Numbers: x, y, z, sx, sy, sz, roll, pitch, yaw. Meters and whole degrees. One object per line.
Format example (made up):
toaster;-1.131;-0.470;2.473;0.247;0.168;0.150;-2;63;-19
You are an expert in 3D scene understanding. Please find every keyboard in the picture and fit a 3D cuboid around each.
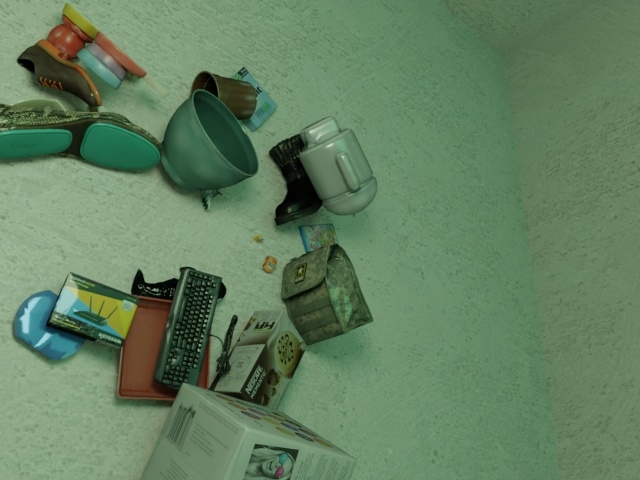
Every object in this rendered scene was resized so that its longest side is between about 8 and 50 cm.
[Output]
keyboard;-0.311;0.245;1.654;0.202;0.033;0.317;20;69;-26

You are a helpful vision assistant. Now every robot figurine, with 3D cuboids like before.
robot figurine;0.062;-0.232;2.068;0.200;0.300;0.353;-28;103;-3

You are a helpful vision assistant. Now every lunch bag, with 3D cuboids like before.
lunch bag;0.001;0.167;1.977;0.169;0.235;0.286;-14;82;-44

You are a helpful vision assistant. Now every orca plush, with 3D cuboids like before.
orca plush;-0.371;0.124;1.729;0.287;0.102;0.151;24;56;-36

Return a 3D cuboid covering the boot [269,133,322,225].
boot;-0.097;-0.213;2.133;0.260;0.131;0.348;64;31;-11

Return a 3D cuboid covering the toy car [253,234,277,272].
toy car;-0.180;0.043;2.002;0.122;0.041;0.060;55;43;-11

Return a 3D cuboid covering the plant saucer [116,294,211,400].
plant saucer;-0.412;0.289;1.639;0.259;0.048;0.258;15;66;-40

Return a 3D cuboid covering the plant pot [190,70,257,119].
plant pot;-0.307;-0.457;2.012;0.165;0.167;0.166;-8;77;-43

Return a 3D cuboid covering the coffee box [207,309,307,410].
coffee box;-0.172;0.363;1.773;0.168;0.119;0.297;62;39;-30

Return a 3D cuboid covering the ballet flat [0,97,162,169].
ballet flat;-0.652;-0.296;1.629;0.483;0.164;0.182;-2;53;-44

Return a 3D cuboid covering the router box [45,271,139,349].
router box;-0.547;0.171;1.503;0.179;0.046;0.133;26;61;-25

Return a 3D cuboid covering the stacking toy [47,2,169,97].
stacking toy;-0.600;-0.484;1.736;0.309;0.130;0.279;42;1;32

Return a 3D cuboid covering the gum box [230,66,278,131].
gum box;-0.254;-0.497;2.182;0.184;0.041;0.157;48;46;-16

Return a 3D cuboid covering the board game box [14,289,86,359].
board game box;-0.641;0.205;1.478;0.169;0.033;0.133;40;53;-18

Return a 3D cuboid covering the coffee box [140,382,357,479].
coffee box;-0.186;0.573;1.446;0.334;0.338;0.338;28;80;-34

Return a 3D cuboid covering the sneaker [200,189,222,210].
sneaker;-0.335;-0.138;1.936;0.069;0.038;0.098;4;69;-43

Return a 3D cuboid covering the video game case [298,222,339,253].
video game case;0.000;0.000;2.219;0.166;0.015;0.119;-6;76;-46

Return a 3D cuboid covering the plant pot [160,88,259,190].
plant pot;-0.348;-0.265;1.831;0.293;0.196;0.293;49;20;-25

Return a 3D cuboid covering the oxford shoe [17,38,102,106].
oxford shoe;-0.685;-0.422;1.640;0.271;0.097;0.098;37;61;18
